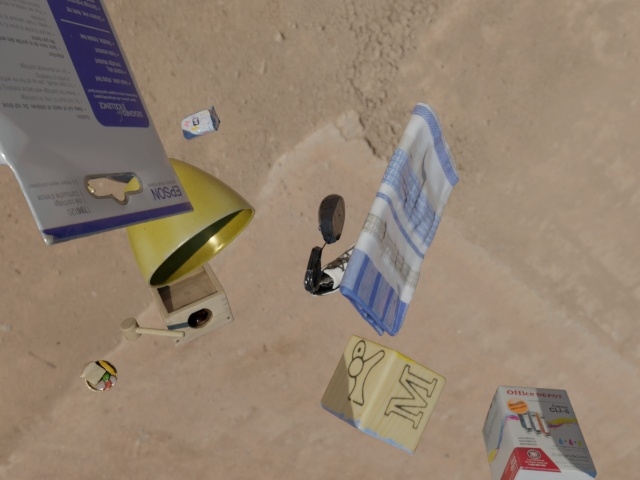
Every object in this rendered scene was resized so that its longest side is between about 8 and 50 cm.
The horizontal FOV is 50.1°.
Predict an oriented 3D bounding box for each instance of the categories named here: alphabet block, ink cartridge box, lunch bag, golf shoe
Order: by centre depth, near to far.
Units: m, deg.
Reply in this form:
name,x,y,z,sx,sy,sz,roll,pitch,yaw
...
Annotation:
name,x,y,z,sx,sy,sz,roll,pitch,yaw
ink cartridge box,-0.202,-0.151,0.426,0.065,0.333,0.165,-23,180,19
ink cartridge box,0.362,0.353,1.161,0.128,0.176,0.127,5,125,-3
golf shoe,0.059,0.061,1.409,0.198,0.094,0.077,-36,94,18
lunch bag,-0.260,-0.253,1.485,0.071,0.083,0.053,-18,120,11
alphabet block,0.148,0.365,1.648,0.193,0.192,0.197,32,80,-31

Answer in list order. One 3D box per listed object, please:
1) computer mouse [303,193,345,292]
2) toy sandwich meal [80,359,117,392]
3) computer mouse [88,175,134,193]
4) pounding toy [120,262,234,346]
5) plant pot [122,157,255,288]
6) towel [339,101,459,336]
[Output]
name,x,y,z,sx,sy,sz,roll,pitch,yaw
computer mouse,0.000,0.000,1.236,0.041,0.242,0.071,1,130,18
toy sandwich meal,-0.532,0.326,1.650,0.085,0.085,0.029,-19,177,-12
computer mouse,-0.421,-0.135,1.277,0.262,0.060,0.184,22,133,5
pounding toy,-0.282,0.155,1.345,0.206,0.181,0.094,-24,133,-15
plant pot,-0.150,-0.028,0.711,0.134,0.095,0.134,-38,173,-5
towel,0.118,-0.022,0.940,0.285,0.034,0.209,-66,151,-15
